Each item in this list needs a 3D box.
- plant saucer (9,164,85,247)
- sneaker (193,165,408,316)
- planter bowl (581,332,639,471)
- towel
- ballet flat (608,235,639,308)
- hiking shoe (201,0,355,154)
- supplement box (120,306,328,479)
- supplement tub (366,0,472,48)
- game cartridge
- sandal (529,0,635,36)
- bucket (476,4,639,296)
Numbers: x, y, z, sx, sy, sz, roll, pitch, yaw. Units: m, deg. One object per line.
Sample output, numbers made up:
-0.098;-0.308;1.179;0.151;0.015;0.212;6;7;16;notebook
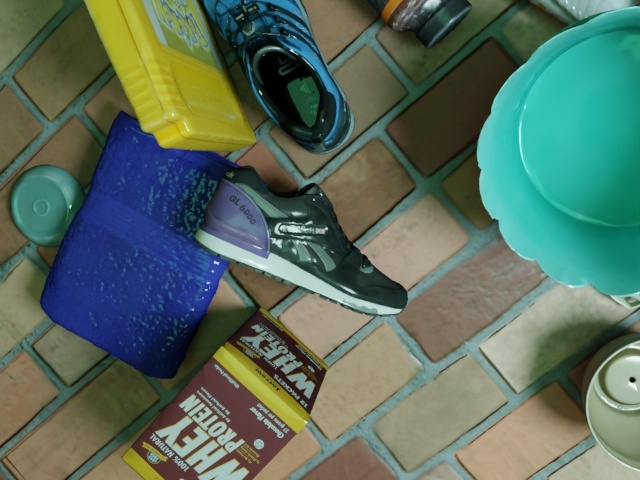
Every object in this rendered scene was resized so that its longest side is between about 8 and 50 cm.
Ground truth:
-0.392;-0.048;0.879;0.119;0.021;0.119;1;97;9;plant saucer
0.000;0.000;0.760;0.283;0.107;0.124;23;93;-18;sneaker
0.391;0.182;0.751;0.162;0.109;0.162;1;97;7;planter bowl
-0.227;0.008;0.841;0.228;0.076;0.308;28;98;7;towel
0.420;0.069;0.763;0.213;0.072;0.068;31;128;4;ballet flat
-0.058;-0.245;0.750;0.113;0.132;0.304;-36;91;11;hiking shoe
-0.109;0.213;0.783;0.129;0.194;0.191;42;101;1;supplement box
0.090;-0.325;0.733;0.106;0.106;0.198;-42;90;11;supplement tub
-0.180;-0.256;0.690;0.053;0.285;0.323;-24;94;11;game cartridge
0.253;-0.339;0.721;0.265;0.076;0.102;35;88;-11;sandal
0.314;-0.101;0.655;0.281;0.183;0.281;8;110;23;bucket
